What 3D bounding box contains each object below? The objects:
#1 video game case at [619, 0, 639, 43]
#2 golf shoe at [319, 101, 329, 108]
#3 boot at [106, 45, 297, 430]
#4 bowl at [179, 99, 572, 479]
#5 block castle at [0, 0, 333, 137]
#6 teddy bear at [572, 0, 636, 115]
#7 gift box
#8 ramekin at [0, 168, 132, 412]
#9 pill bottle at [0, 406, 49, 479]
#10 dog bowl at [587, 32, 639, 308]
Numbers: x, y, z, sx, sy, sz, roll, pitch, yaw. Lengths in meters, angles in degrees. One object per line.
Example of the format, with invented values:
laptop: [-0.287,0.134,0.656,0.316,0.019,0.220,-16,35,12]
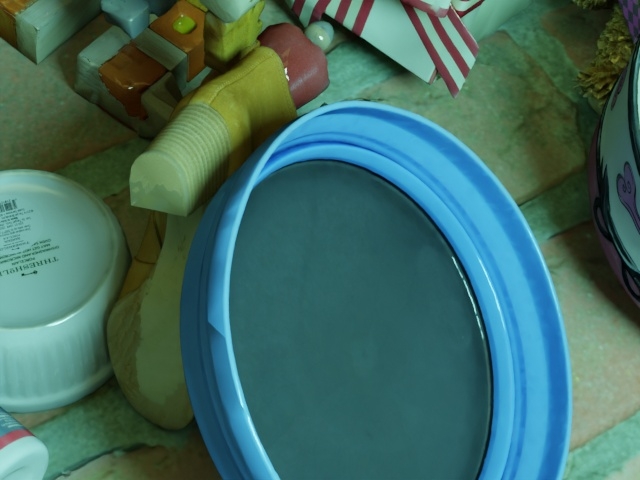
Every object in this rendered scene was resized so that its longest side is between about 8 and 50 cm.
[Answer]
video game case: [0.386,-0.320,1.488,0.210,0.042,0.232,-10,70,-13]
golf shoe: [0.000,0.000,1.340,0.120,0.105,0.272,22,55,-19]
boot: [-0.085,-0.002,1.242,0.104,0.295,0.211,19,35,19]
bowl: [0.051,0.085,1.163,0.391,0.077,0.391,17,65,-40]
block castle: [-0.181,-0.308,1.382,0.453,0.303,0.213,35,59,15]
teddy bear: [0.374,-0.239,1.521,0.245,0.113,0.338,32,59,11]
gift box: [0.108,-0.312,1.459,0.255,0.276,0.258,33,44,19]
ramekin: [-0.258,0.035,1.261,0.207,0.109,0.207,3,57,-5]
pill bottle: [-0.319,0.154,1.176,0.180,0.108,0.108,36,60,17]
dog bowl: [0.426,-0.050,1.329,0.408,0.150,0.408,8,64,-17]
